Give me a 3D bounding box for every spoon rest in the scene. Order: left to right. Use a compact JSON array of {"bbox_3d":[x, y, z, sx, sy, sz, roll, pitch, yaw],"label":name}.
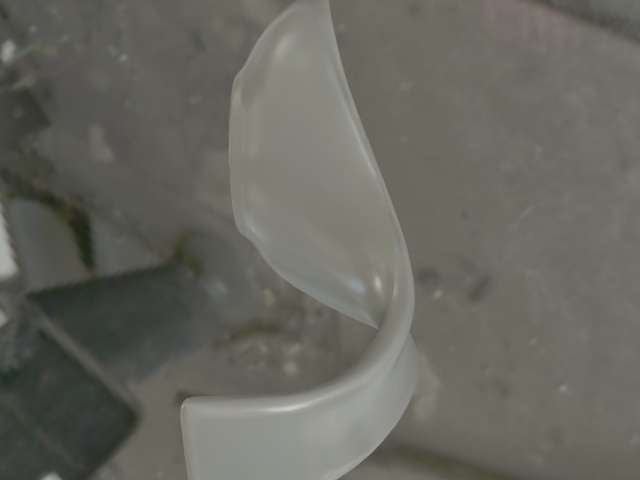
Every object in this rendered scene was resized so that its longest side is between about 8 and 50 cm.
[{"bbox_3d":[0.000,0.000,0.731,0.084,0.276,0.137,0,127,5],"label":"spoon rest"}]
